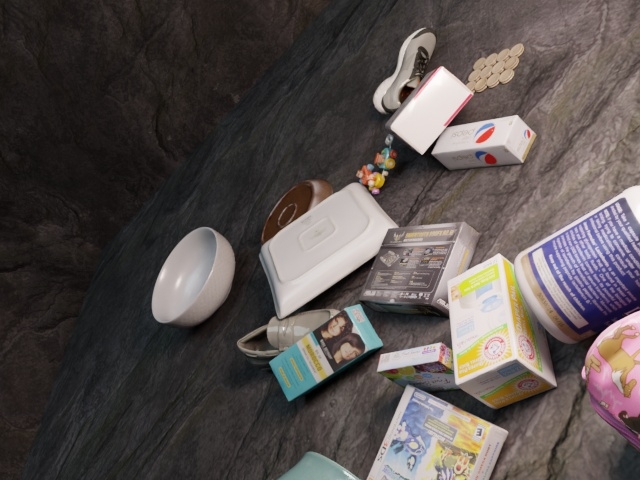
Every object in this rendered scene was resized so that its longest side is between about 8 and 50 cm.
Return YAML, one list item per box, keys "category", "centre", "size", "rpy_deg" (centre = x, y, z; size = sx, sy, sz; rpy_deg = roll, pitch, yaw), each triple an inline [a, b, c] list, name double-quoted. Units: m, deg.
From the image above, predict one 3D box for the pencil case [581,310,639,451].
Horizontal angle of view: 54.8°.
- category: "pencil case"
  centre: [0.431, 0.220, 0.603]
  size: [0.386, 0.167, 0.160]
  rpy_deg: [-117, 29, -60]

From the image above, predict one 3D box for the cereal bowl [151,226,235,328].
- category: "cereal bowl"
  centre: [-0.389, 0.134, 1.988]
  size: [0.339, 0.141, 0.339]
  rpy_deg: [-29, 44, 33]

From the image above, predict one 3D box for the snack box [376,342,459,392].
- category: "snack box"
  centre: [0.181, 0.221, 1.052]
  size: [0.141, 0.100, 0.037]
  rpy_deg: [-23, 41, 47]

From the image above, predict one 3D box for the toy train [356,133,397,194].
- category: "toy train"
  centre: [0.137, -0.193, 1.589]
  size: [0.125, 0.046, 0.166]
  rpy_deg: [-101, 30, -41]

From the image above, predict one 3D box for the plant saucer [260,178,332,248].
- category: "plant saucer"
  centre: [-0.086, -0.065, 1.850]
  size: [0.310, 0.050, 0.311]
  rpy_deg: [-38, 31, 28]

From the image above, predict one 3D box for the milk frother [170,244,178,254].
- category: "milk frother"
  centre: [-0.465, 0.084, 2.191]
  size: [0.143, 0.135, 0.129]
  rpy_deg: [-46, -2, 12]

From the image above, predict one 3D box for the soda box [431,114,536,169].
- category: "soda box"
  centre: [0.339, -0.202, 1.300]
  size: [0.216, 0.069, 0.074]
  rpy_deg: [3, 62, 60]

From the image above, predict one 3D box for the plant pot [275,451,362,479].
- category: "plant pot"
  centre: [-0.021, 0.482, 0.938]
  size: [0.255, 0.272, 0.271]
  rpy_deg: [-49, 23, -26]

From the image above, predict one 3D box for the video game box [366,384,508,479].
- category: "video game box"
  centre: [0.174, 0.347, 0.971]
  size: [0.205, 0.048, 0.187]
  rpy_deg: [10, 75, 60]

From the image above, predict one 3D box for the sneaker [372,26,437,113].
- category: "sneaker"
  centre: [0.256, -0.463, 1.708]
  size: [0.108, 0.100, 0.271]
  rpy_deg: [25, 85, 48]

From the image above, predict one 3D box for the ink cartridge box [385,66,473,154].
- category: "ink cartridge box"
  centre: [0.245, -0.302, 1.443]
  size: [0.172, 0.100, 0.237]
  rpy_deg: [-50, 5, 10]

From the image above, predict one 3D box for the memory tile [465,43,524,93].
- category: "memory tile"
  centre: [0.411, -0.405, 1.469]
  size: [0.148, 0.012, 0.113]
  rpy_deg: [-4, 56, 56]

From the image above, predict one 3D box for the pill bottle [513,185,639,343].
- category: "pill bottle"
  centre: [0.416, 0.020, 0.843]
  size: [0.264, 0.153, 0.153]
  rpy_deg: [-38, 32, 31]

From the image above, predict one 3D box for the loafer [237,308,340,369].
- category: "loafer"
  centre: [-0.075, 0.227, 1.440]
  size: [0.319, 0.111, 0.112]
  rpy_deg: [-31, 36, 39]

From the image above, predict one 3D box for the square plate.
- category: "square plate"
  centre: [0.000, 0.000, 1.541]
  size: [0.347, 0.049, 0.344]
  rpy_deg: [-35, 29, 4]

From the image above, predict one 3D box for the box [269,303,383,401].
- category: "box"
  centre: [0.007, 0.240, 1.301]
  size: [0.244, 0.060, 0.100]
  rpy_deg: [-39, 71, 29]

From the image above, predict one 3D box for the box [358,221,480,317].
- category: "box"
  centre: [0.195, 0.058, 1.256]
  size: [0.231, 0.056, 0.183]
  rpy_deg: [-5, 55, 56]

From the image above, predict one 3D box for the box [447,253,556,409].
- category: "box"
  centre: [0.281, 0.143, 0.976]
  size: [0.114, 0.103, 0.203]
  rpy_deg: [-34, 34, 35]
